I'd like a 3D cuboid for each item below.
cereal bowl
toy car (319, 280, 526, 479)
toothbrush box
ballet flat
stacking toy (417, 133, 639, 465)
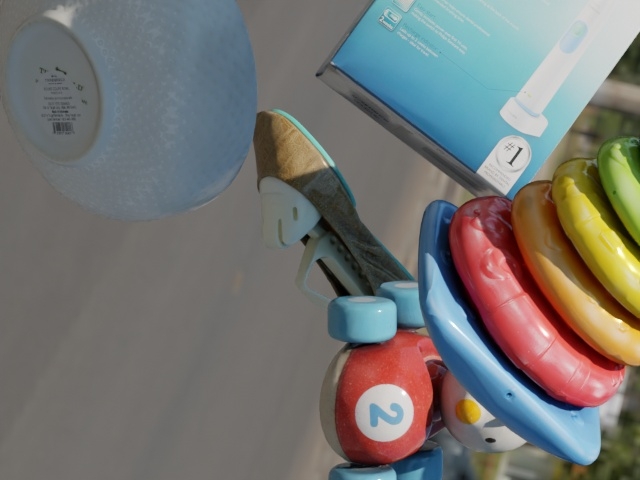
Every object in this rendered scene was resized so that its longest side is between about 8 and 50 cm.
[{"bbox_3d":[-0.235,-0.175,2.055,0.141,0.339,0.339,-21,130,-47],"label":"cereal bowl"},{"bbox_3d":[0.142,0.167,1.990,0.210,0.238,0.219,-13,105,-59],"label":"toy car"},{"bbox_3d":[0.170,-0.212,1.786,0.295,0.216,0.126,-55,-174,-4],"label":"toothbrush box"},{"bbox_3d":[0.000,0.000,2.369,0.124,0.116,0.342,-48,117,-27],"label":"ballet flat"},{"bbox_3d":[0.216,-0.016,1.232,0.302,0.175,0.166,-39,-160,25],"label":"stacking toy"}]
